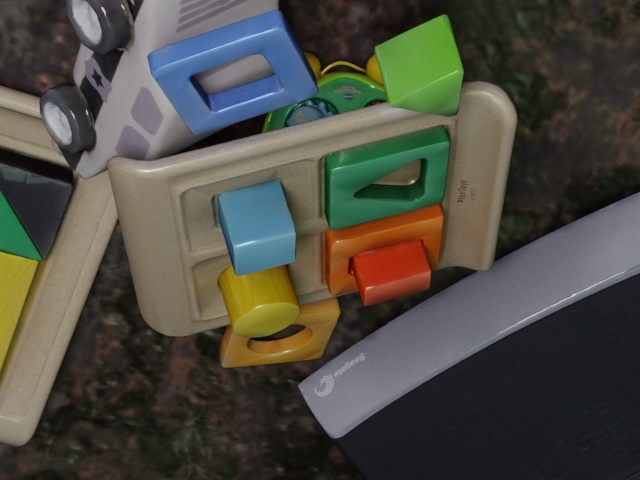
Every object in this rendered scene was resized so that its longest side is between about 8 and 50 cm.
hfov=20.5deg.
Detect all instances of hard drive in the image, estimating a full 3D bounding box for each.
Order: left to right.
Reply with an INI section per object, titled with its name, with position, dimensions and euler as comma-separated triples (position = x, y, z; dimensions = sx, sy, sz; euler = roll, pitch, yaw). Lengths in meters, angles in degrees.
[hard drive]
position = 0.135, 0.089, 1.063
dimensions = 0.255, 0.054, 0.172
euler = -29, 121, 13

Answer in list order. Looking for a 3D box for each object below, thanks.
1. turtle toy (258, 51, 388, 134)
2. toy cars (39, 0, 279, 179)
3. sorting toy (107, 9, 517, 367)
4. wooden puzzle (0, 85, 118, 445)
[turtle toy]
position = 0.027, -0.048, 0.953
dimensions = 0.130, 0.066, 0.095
euler = -1, 123, -6
[toy cars]
position = 0.009, -0.144, 0.820
dimensions = 0.394, 0.176, 0.087
euler = -41, 77, 19
[sorting toy]
position = 0.000, 0.000, 0.899
dimensions = 0.196, 0.047, 0.347
euler = -11, 153, -5
[wooden puzzle]
position = -0.234, 0.008, 0.974
dimensions = 0.221, 0.044, 0.238
euler = 16, 120, -17
